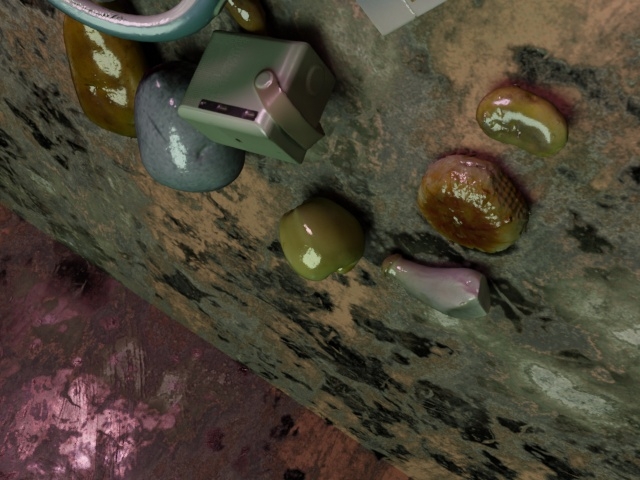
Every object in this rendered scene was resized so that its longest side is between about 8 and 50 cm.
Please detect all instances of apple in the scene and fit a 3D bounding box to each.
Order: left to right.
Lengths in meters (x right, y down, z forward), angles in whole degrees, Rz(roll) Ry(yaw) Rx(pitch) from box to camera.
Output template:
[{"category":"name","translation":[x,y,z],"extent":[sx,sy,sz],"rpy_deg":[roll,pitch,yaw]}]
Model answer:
[{"category":"apple","translation":[0.000,0.000,1.412],"extent":[0.200,0.200,0.200],"rpy_deg":[26,151,16]}]

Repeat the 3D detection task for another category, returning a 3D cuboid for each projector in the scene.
[{"category":"projector","translation":[-0.099,-0.249,1.099],"extent":[0.242,0.177,0.163],"rpy_deg":[19,174,30]}]

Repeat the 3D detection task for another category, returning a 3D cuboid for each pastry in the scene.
[{"category":"pastry","translation":[0.264,-0.061,1.119],"extent":[0.192,0.093,0.182],"rpy_deg":[44,154,-18]}]

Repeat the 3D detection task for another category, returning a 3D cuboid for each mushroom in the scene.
[{"category":"mushroom","translation":[0.253,0.101,1.385],"extent":[0.270,0.103,0.118],"rpy_deg":[14,146,44]}]

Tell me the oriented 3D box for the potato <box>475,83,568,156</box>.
[{"category":"potato","translation":[0.297,-0.176,0.925],"extent":[0.138,0.070,0.091],"rpy_deg":[27,150,12]}]

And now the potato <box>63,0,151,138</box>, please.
[{"category":"potato","translation":[-0.449,-0.363,1.356],"extent":[0.369,0.176,0.195],"rpy_deg":[90,155,-54]}]

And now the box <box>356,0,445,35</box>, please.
[{"category":"box","translation":[0.126,-0.377,0.795],"extent":[0.155,0.067,0.243],"rpy_deg":[47,150,-20]}]

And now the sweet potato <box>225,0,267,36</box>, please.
[{"category":"sweet potato","translation":[-0.156,-0.430,1.039],"extent":[0.065,0.051,0.218],"rpy_deg":[5,140,49]}]

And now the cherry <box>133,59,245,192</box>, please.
[{"category":"cherry","translation":[-0.270,-0.223,1.296],"extent":[0.296,0.218,0.255],"rpy_deg":[85,161,-47]}]

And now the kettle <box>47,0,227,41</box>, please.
[{"category":"kettle","translation":[-0.266,-0.446,0.880],"extent":[0.342,0.247,0.319],"rpy_deg":[6,107,4]}]
